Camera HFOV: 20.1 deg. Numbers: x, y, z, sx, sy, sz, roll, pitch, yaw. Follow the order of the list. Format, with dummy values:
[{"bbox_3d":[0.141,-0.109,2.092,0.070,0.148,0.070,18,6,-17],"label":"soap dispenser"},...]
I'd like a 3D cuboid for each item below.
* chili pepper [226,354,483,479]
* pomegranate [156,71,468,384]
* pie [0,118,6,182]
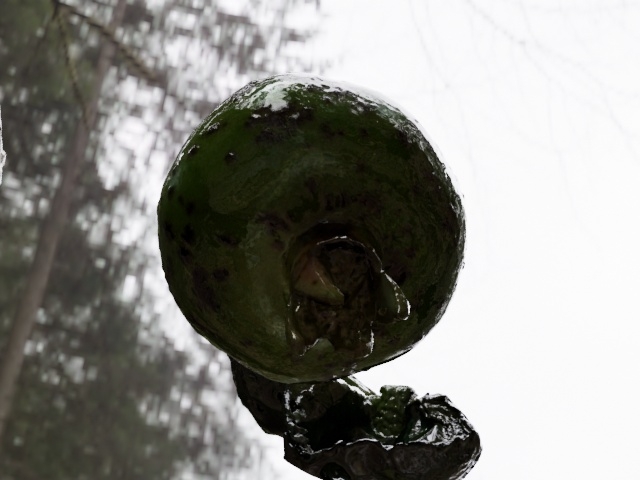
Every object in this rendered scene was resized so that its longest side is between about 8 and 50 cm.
[{"bbox_3d":[0.015,0.141,1.453,0.116,0.264,0.148,-55,-38,-9],"label":"chili pepper"},{"bbox_3d":[0.000,0.000,1.181,0.211,0.263,0.211,-3,-76,-10],"label":"pomegranate"},{"bbox_3d":[-0.290,-0.083,1.184,0.085,0.308,0.308,-12,-53,16],"label":"pie"}]
